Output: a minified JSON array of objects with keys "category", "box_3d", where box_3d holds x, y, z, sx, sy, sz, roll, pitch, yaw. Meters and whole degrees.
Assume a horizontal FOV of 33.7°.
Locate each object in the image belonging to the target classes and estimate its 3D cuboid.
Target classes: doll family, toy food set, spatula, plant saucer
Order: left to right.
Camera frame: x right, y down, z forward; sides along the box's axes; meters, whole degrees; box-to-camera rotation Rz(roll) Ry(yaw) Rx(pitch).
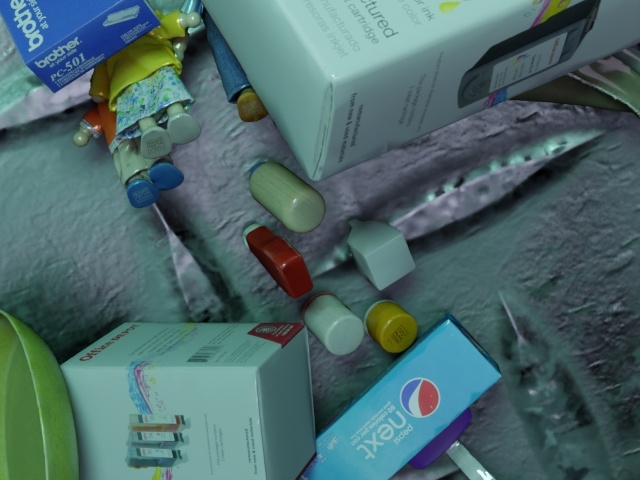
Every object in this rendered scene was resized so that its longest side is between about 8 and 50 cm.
[{"category":"plant saucer","box_3d":[-0.244,0.175,0.869,0.037,0.241,0.241,-2,105,-31]},{"category":"doll family","box_3d":[-0.094,-0.159,0.837,0.262,0.118,0.163,-25,60,-1]},{"category":"toy food set","box_3d":[0.000,0.000,0.929,0.111,0.104,0.232,-32,123,-12]},{"category":"spatula","box_3d":[0.164,0.236,1.000,0.296,0.030,0.084,43,96,4]}]

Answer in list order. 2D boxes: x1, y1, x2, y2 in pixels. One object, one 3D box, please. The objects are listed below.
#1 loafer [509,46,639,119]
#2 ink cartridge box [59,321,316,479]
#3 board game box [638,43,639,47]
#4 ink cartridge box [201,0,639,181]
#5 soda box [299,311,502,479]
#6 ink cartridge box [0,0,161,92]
[{"category":"loafer","box_3d":[0.189,-0.156,0.906,0.251,0.094,0.087,28,104,-2]},{"category":"ink cartridge box","box_3d":[-0.108,0.144,0.890,0.176,0.128,0.127,0,103,18]},{"category":"board game box","box_3d":[0.373,-0.315,0.884,0.308,0.086,0.302,-31,104,2]},{"category":"ink cartridge box","box_3d":[0.077,-0.211,0.766,0.306,0.131,0.226,-26,67,-16]},{"category":"soda box","box_3d":[0.064,0.163,0.960,0.210,0.067,0.071,-44,87,7]},{"category":"ink cartridge box","box_3d":[-0.207,-0.217,0.799,0.097,0.046,0.207,-32,62,2]}]
